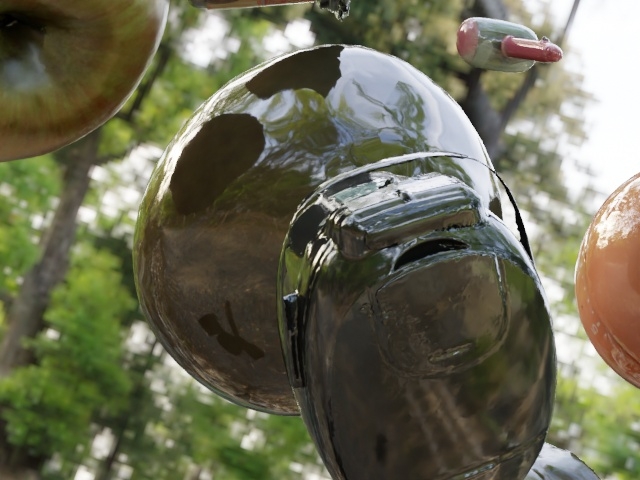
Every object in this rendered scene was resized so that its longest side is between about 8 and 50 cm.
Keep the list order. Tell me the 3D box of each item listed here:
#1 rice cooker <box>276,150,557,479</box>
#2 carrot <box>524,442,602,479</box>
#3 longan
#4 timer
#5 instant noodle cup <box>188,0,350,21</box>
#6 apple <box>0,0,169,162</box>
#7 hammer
[{"bbox_3d":[0.047,0.051,0.817,0.142,0.203,0.118,-14,21,-15],"label":"rice cooker"},{"bbox_3d":[0.145,0.285,1.218,0.340,0.242,0.241,-10,5,-33],"label":"carrot"},{"bbox_3d":[-0.004,-0.001,1.200,0.297,0.297,0.297,18,-13,4],"label":"longan"},{"bbox_3d":[0.352,0.038,1.437,0.229,0.230,0.215,18,-23,5],"label":"timer"},{"bbox_3d":[-0.054,-0.251,1.203,0.125,0.178,0.208,-9,31,-2],"label":"instant noodle cup"},{"bbox_3d":[-0.247,-0.197,1.121,0.264,0.264,0.264,18,-13,4],"label":"apple"},{"bbox_3d":[0.119,-0.114,0.925,0.052,0.031,0.083,4,10,-25],"label":"hammer"}]
